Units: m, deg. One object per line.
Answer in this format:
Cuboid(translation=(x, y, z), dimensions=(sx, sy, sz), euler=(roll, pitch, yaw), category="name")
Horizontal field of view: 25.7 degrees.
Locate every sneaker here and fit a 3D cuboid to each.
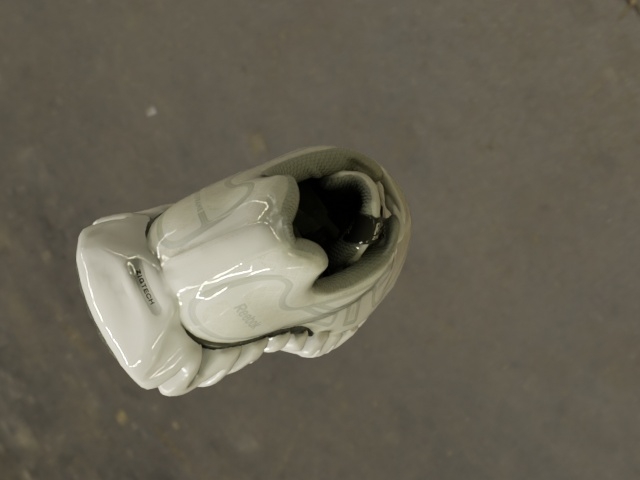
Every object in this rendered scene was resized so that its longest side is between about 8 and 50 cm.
Cuboid(translation=(0.000, 0.000, 0.727), dimensions=(0.118, 0.292, 0.110), euler=(-29, 87, 24), category="sneaker")
